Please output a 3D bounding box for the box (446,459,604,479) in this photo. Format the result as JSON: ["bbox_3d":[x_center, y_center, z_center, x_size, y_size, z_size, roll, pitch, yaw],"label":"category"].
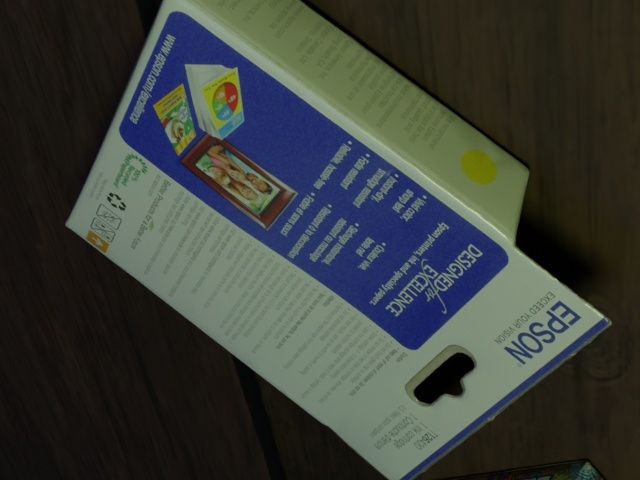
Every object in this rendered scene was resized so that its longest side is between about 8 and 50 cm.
[{"bbox_3d":[0.159,0.360,1.013,0.290,0.279,0.177,48,145,-15],"label":"box"}]

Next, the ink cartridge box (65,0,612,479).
[{"bbox_3d":[0.000,0.000,0.921,0.307,0.072,0.303,36,146,-2],"label":"ink cartridge box"}]
